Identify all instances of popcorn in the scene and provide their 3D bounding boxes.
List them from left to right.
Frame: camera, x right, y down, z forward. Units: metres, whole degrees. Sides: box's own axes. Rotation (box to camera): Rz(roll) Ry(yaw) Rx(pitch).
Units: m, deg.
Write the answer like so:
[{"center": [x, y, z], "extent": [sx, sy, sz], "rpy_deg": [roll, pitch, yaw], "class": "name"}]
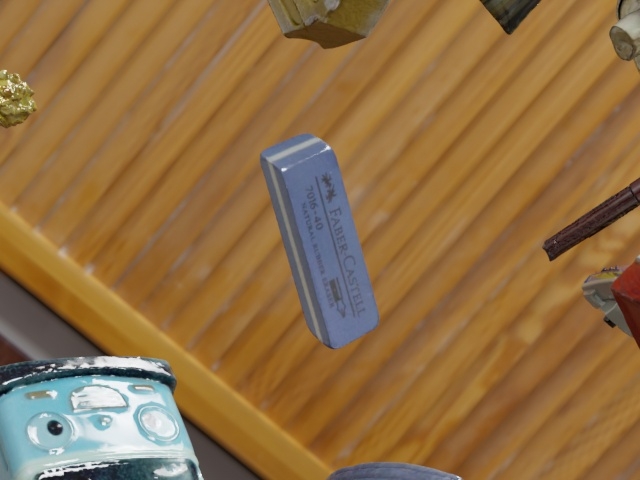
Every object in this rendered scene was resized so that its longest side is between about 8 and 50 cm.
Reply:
[{"center": [-0.423, -0.193, 1.809], "extent": [0.057, 0.082, 0.083], "rpy_deg": [-22, 61, 29], "class": "popcorn"}]

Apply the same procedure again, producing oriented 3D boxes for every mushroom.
[{"center": [0.399, -0.252, 1.553], "extent": [0.122, 0.154, 0.154], "rpy_deg": [-19, -2, -13], "class": "mushroom"}]

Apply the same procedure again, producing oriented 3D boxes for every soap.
[{"center": [-0.006, -0.316, 1.498], "extent": [0.140, 0.073, 0.232], "rpy_deg": [-57, 41, 34], "class": "soap"}]

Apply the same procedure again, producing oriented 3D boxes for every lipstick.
[{"center": [0.297, -0.034, 1.340], "extent": [0.176, 0.027, 0.027], "rpy_deg": [-35, 11, 24], "class": "lipstick"}]

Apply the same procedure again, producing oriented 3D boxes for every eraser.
[{"center": [0.000, 0.000, 1.427], "extent": [0.082, 0.225, 0.036], "rpy_deg": [-25, 15, -39], "class": "eraser"}]

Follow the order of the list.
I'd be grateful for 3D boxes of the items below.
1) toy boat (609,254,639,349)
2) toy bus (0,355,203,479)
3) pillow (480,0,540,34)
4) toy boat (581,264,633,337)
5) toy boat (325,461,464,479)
[{"center": [0.475, 0.156, 1.557], "extent": [0.133, 0.332, 0.145], "rpy_deg": [-32, 16, -5], "class": "toy boat"}, {"center": [-0.163, 0.219, 0.850], "extent": [0.165, 0.133, 0.271], "rpy_deg": [58, 136, 42], "class": "toy bus"}, {"center": [0.272, -0.440, 1.901], "extent": [0.208, 0.212, 0.052], "rpy_deg": [-45, 17, 3], "class": "pillow"}, {"center": [0.478, 0.091, 1.983], "extent": [0.088, 0.129, 0.295], "rpy_deg": [-50, 1, -6], "class": "toy boat"}, {"center": [0.103, 0.408, 2.069], "extent": [0.283, 0.127, 0.078], "rpy_deg": [-5, 29, 37], "class": "toy boat"}]
